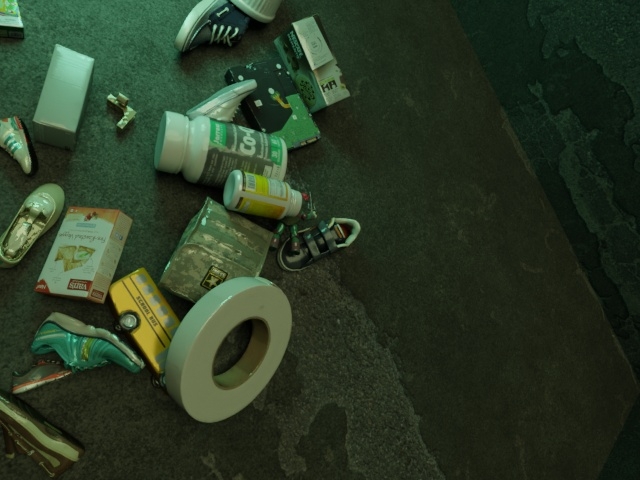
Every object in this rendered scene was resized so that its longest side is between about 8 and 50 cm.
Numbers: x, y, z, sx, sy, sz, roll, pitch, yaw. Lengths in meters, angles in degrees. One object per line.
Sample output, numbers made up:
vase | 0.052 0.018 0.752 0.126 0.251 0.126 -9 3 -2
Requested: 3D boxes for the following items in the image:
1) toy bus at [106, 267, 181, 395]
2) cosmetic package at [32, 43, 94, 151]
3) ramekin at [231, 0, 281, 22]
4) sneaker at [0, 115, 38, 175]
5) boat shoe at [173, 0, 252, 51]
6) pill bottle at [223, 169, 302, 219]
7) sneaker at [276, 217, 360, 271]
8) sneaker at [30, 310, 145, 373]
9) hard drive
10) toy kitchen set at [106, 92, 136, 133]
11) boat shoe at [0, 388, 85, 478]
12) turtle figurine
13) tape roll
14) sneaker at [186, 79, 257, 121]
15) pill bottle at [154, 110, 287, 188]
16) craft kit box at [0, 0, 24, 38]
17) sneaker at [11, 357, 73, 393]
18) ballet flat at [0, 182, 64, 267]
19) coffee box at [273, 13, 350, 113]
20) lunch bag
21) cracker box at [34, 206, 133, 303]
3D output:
toy bus | -0.440 0.248 1.104 0.130 0.108 0.332 -35 95 -35
cosmetic package | -0.686 -0.377 1.120 0.107 0.127 0.237 16 66 -28
ramekin | -0.246 -0.930 1.491 0.273 0.127 0.272 32 37 -28
sneaker | -0.785 -0.237 1.069 0.076 0.057 0.161 -18 87 -17
boat shoe | -0.350 -0.720 1.417 0.158 0.127 0.340 33 57 -18
pill bottle | -0.167 -0.128 1.227 0.215 0.117 0.117 11 71 -31
sneaker | 0.000 0.000 1.438 0.321 0.127 0.126 -30 94 -33
sneaker | -0.550 0.267 0.995 0.276 0.107 0.109 17 56 7
hard drive | -0.165 -0.480 1.508 0.237 0.064 0.338 -31 92 -34
toy kitchen set | -0.592 -0.376 1.211 0.083 0.068 0.075 35 61 -19
boat shoe | -0.659 0.436 0.925 0.257 0.095 0.095 46 64 -13
turtle figurine | -0.106 -0.075 1.368 0.176 0.118 0.234 6 69 7
tape roll | -0.227 0.285 1.114 0.392 0.072 0.391 -30 130 -45
sneaker | -0.313 -0.441 1.375 0.258 0.094 0.091 -35 126 -12
pill bottle | -0.302 -0.260 1.275 0.361 0.204 0.204 8 72 -30
craft kit box | -0.945 -0.660 1.085 0.250 0.061 0.246 -14 81 -34
sneaker | -0.644 0.305 0.992 0.158 0.061 0.064 -16 78 -35
ballet flat | -0.716 -0.045 1.033 0.086 0.086 0.248 28 63 -23
coffee box | -0.031 -0.633 1.527 0.119 0.168 0.297 -32 108 -24
lunch bag | -0.296 0.060 1.191 0.235 0.169 0.286 30 52 -21
cracker box | -0.589 0.033 1.046 0.156 0.067 0.232 4 69 14
